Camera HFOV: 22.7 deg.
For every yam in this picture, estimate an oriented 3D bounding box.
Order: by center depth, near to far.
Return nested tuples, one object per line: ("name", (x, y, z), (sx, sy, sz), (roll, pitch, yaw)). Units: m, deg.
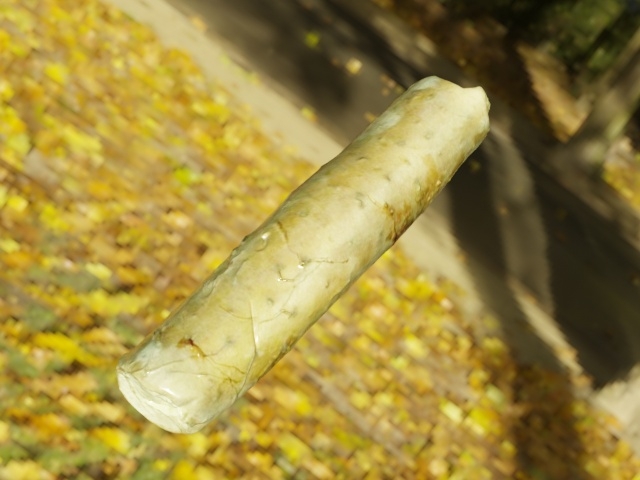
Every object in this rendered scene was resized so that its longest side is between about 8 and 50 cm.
("yam", (0.000, 0.000, 0.940), (0.071, 0.317, 0.067), (15, -44, 37))
